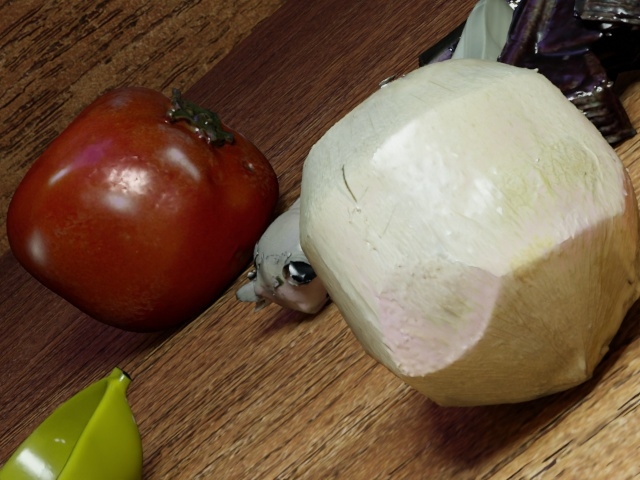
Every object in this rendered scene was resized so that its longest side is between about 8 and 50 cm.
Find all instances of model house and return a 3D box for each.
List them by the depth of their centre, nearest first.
[{"bbox_3d":[0.244,-0.155,1.580,0.164,0.141,0.203,2,65,43],"label":"model house"}]

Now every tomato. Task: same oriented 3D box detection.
[{"bbox_3d":[-0.222,-0.042,2.265,0.290,0.293,0.325,-56,15,16],"label":"tomato"}]

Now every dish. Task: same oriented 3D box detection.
[{"bbox_3d":[-0.245,0.258,1.736,0.221,0.108,0.262,-33,18,41],"label":"dish"}]

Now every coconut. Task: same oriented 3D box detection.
[{"bbox_3d":[0.109,0.005,1.231,0.227,0.230,0.227,-31,-15,-9],"label":"coconut"}]

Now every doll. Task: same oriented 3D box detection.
[{"bbox_3d":[0.000,0.000,1.837,0.149,0.095,0.192,-23,22,53],"label":"doll"}]

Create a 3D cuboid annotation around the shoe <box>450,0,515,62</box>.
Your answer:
[{"bbox_3d":[0.155,-0.162,1.874,0.110,0.095,0.265,-38,16,27],"label":"shoe"}]

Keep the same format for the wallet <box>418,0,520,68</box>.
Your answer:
[{"bbox_3d":[0.245,-0.290,2.082,0.317,0.044,0.169,-39,8,8],"label":"wallet"}]
